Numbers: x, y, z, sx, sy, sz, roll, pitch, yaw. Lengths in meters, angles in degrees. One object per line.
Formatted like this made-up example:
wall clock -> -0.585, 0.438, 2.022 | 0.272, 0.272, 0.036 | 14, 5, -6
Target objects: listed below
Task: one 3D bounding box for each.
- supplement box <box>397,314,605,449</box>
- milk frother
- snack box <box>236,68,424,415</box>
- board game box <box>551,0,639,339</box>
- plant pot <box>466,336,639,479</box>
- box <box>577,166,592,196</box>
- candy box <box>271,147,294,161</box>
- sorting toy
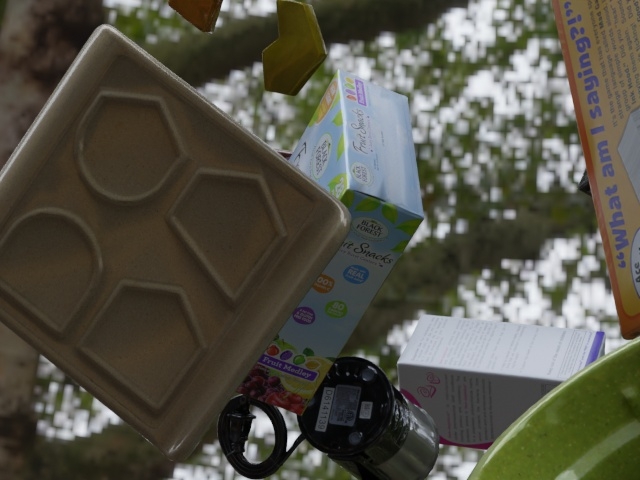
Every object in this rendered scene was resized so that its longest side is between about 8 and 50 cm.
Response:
supplement box -> 0.208, 0.166, 2.032 | 0.220, 0.114, 0.111 | 5, -58, 17
milk frother -> 0.007, 0.164, 1.499 | 0.143, 0.129, 0.135 | 23, -12, 28
snack box -> 0.000, 0.000, 1.381 | 0.070, 0.174, 0.207 | 22, -59, -16
board game box -> 0.455, -0.141, 1.487 | 0.356, 0.356, 0.356 | -1, -18, -26
plant pot -> 0.276, 0.217, 1.205 | 0.276, 0.276, 0.254 | -25, -78, 40
box -> 0.423, -0.090, 2.144 | 0.180, 0.147, 0.077 | 29, -23, -8
candy box -> -0.042, -0.071, 1.891 | 0.109, 0.053, 0.186 | 9, 4, 9
sorting toy -> -0.091, -0.037, 1.193 | 0.229, 0.307, 0.041 | 39, 13, 13
